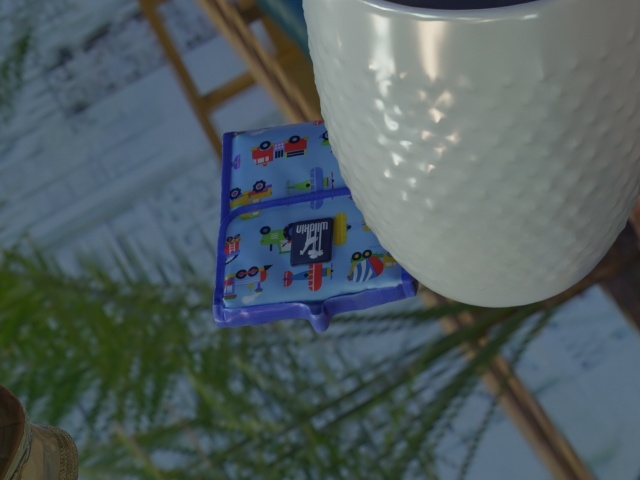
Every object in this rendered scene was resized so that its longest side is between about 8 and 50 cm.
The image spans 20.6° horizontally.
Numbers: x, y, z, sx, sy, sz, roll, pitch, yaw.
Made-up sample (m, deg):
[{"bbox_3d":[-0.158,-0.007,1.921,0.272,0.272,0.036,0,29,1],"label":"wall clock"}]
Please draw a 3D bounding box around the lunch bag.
[{"bbox_3d":[0.000,0.000,1.964,0.293,0.221,0.138,-86,-15,-50],"label":"lunch bag"}]

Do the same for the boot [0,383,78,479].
[{"bbox_3d":[-0.266,0.227,1.214,0.095,0.262,0.203,27,170,12],"label":"boot"}]

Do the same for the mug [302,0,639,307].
[{"bbox_3d":[0.182,-0.132,1.394,0.276,0.374,0.328,-112,10,-49],"label":"mug"}]
